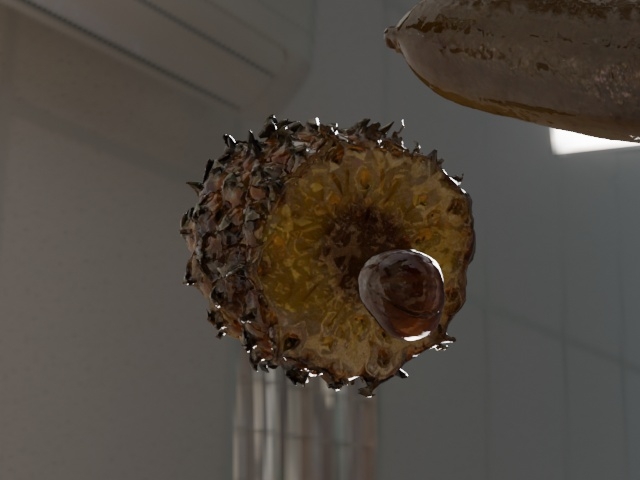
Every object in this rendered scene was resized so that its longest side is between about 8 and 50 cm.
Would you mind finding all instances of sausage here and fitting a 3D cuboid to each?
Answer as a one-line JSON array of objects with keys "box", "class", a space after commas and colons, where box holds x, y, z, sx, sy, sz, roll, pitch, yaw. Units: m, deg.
[{"box": [0.254, -0.131, 1.018, 0.136, 0.501, 0.123, -2, -78, -41], "class": "sausage"}]

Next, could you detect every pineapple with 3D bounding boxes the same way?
[{"box": [-0.003, 0.002, 1.662, 0.352, 0.300, 0.352, -7, -75, -27], "class": "pineapple"}]

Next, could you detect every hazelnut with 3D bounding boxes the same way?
[{"box": [0.072, 0.045, 1.224, 0.086, 0.086, 0.086, 19, -111, -61], "class": "hazelnut"}]
